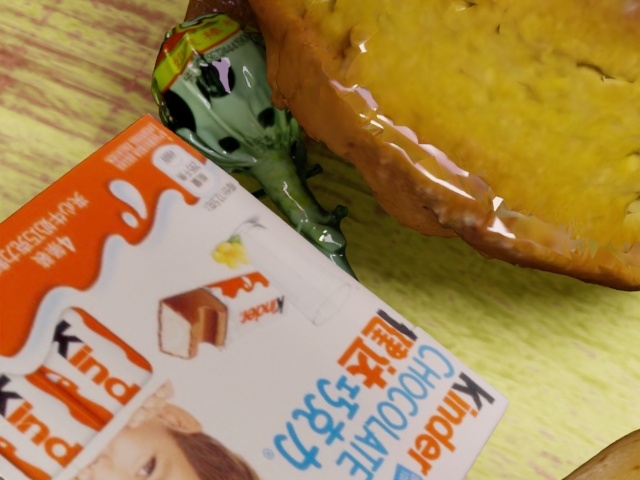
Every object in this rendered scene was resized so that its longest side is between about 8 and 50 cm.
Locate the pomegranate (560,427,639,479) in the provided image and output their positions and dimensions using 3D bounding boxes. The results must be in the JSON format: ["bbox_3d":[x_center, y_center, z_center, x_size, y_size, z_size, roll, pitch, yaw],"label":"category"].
[{"bbox_3d":[0.205,0.212,0.743,0.307,0.307,0.307,3,58,-5],"label":"pomegranate"}]

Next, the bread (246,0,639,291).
[{"bbox_3d":[0.128,-0.154,0.959,0.398,0.215,0.398,23,37,-19],"label":"bread"}]

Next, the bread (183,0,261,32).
[{"bbox_3d":[-0.046,-0.131,1.067,0.090,0.035,0.094,12,58,-1],"label":"bread"}]

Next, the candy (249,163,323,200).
[{"bbox_3d":[-0.073,-0.011,0.994,0.184,0.049,0.055,-26,100,-30],"label":"candy"}]

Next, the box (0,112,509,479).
[{"bbox_3d":[-0.060,0.079,0.817,0.265,0.048,0.273,38,36,3],"label":"box"}]

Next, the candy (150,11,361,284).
[{"bbox_3d":[0.000,0.000,0.956,0.083,0.091,0.305,-30,80,-9],"label":"candy"}]
